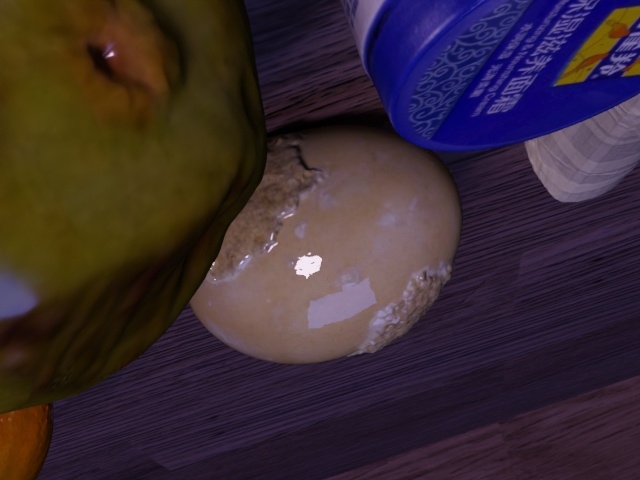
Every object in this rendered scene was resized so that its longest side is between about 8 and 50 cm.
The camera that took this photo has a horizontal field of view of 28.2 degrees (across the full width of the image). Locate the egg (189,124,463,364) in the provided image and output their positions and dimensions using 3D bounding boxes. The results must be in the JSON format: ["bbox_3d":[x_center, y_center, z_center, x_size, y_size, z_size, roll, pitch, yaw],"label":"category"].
[{"bbox_3d":[0.000,0.001,0.869,0.202,0.164,0.164,-24,160,11],"label":"egg"}]

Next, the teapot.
[{"bbox_3d":[0.231,-0.107,0.906,0.107,0.077,0.200,-16,161,-19],"label":"teapot"}]

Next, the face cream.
[{"bbox_3d":[0.112,-0.141,0.652,0.206,0.111,0.206,-17,161,-6],"label":"face cream"}]

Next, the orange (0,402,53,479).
[{"bbox_3d":[-0.323,0.155,0.975,0.240,0.171,0.240,-15,161,-5],"label":"orange"}]

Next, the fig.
[{"bbox_3d":[-0.160,-0.047,0.505,0.271,0.239,0.239,-1,178,45],"label":"fig"}]
